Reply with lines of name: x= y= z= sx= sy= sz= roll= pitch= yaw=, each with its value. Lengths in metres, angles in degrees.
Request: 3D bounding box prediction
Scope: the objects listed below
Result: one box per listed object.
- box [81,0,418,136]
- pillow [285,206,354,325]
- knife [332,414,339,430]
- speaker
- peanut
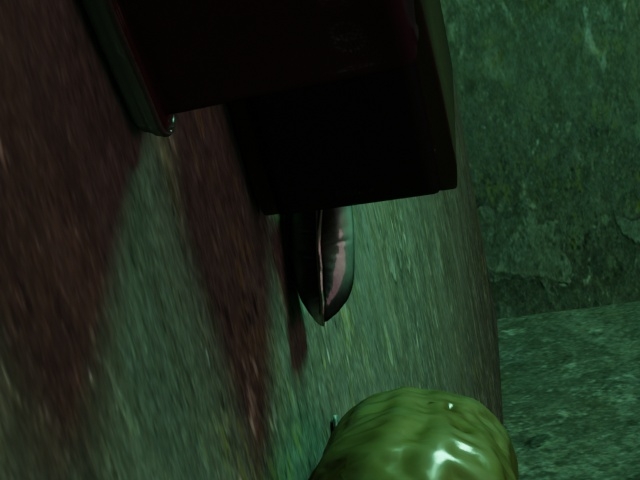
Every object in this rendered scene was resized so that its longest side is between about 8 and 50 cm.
box: x=-0.048 y=-0.210 z=1.014 sx=0.294 sy=0.167 sz=0.193 roll=72 pitch=15 yaw=-52
pillow: x=0.002 y=0.000 z=1.541 sx=0.091 sy=0.055 sz=0.136 roll=180 pitch=-95 yaw=-66
knife: x=0.022 y=0.168 z=1.689 sx=0.096 sy=0.010 sz=0.027 roll=38 pitch=45 yaw=-79
speaker: x=0.009 y=-0.159 z=1.404 sx=0.192 sy=0.153 sz=0.231 roll=-88 pitch=168 yaw=-46
peanut: x=0.075 y=0.214 z=1.465 sx=0.387 sy=0.169 sz=0.192 roll=-47 pitch=134 yaw=-80
